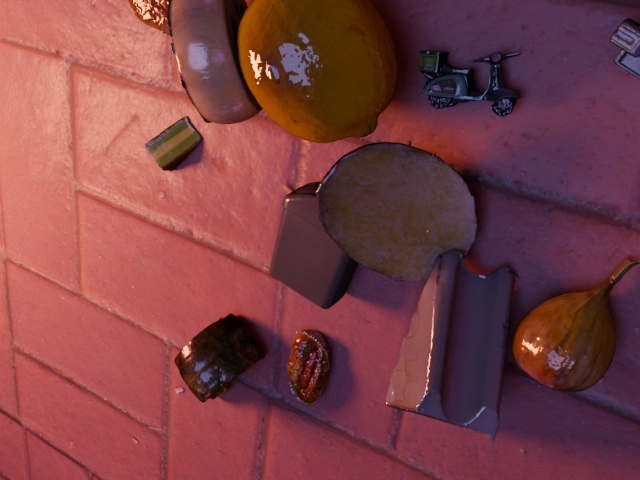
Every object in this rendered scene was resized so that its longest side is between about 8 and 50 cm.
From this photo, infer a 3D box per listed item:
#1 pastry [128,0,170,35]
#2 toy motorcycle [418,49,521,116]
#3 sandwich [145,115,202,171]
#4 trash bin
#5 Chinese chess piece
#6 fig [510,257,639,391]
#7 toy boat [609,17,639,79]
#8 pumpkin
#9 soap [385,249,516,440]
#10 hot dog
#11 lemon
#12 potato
[{"bbox_3d":[-0.299,-0.504,1.322,0.182,0.093,0.192,27,122,19],"label":"pastry"},{"bbox_3d":[0.241,-0.258,1.095,0.173,0.058,0.100,14,111,30],"label":"toy motorcycle"},{"bbox_3d":[-0.319,-0.216,1.512,0.116,0.074,0.074,-34,88,6],"label":"sandwich"},{"bbox_3d":[0.000,0.000,1.339,0.177,0.101,0.236,30,125,18],"label":"trash bin"},{"bbox_3d":[-0.179,-0.337,1.212,0.104,0.257,0.257,-11,105,10],"label":"Chinese chess piece"},{"bbox_3d":[0.429,0.132,1.105,0.159,0.159,0.257,38,108,14],"label":"fig"},{"bbox_3d":[0.547,-0.220,0.887,0.320,0.092,0.141,39,128,13],"label":"toy boat"},{"bbox_3d":[-0.239,0.283,1.626,0.139,0.190,0.280,49,171,5],"label":"pumpkin"},{"bbox_3d":[0.236,0.196,1.265,0.159,0.258,0.302,13,78,-4],"label":"soap"},{"bbox_3d":[-0.028,0.286,1.506,0.099,0.053,0.192,24,119,28],"label":"hot dog"},{"bbox_3d":[-0.003,-0.300,1.118,0.284,0.260,0.260,33,126,-5],"label":"lemon"},{"bbox_3d":[0.135,-0.069,1.181,0.299,0.116,0.239,32,119,-22],"label":"potato"}]
